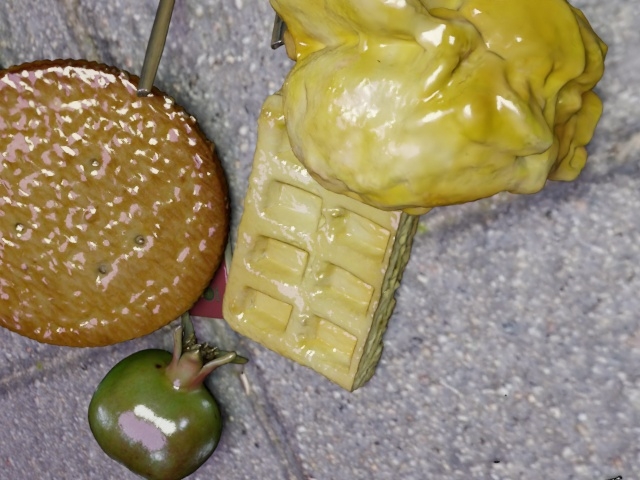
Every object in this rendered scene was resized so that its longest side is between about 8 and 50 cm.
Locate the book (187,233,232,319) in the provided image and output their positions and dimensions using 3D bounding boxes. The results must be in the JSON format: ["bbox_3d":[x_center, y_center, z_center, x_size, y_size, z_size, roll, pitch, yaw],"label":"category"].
[{"bbox_3d":[-0.197,0.005,0.850,0.231,0.022,0.162,2,106,30],"label":"book"}]

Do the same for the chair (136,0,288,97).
[{"bbox_3d":[-0.112,-0.286,0.624,0.188,0.166,0.272,-9,60,33],"label":"chair"}]

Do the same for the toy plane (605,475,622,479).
[{"bbox_3d":[0.224,0.249,0.688,0.120,0.031,0.049,-25,88,32],"label":"toy plane"}]

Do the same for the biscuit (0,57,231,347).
[{"bbox_3d":[-0.239,-0.030,0.748,0.305,0.038,0.305,-2,110,-5],"label":"biscuit"}]

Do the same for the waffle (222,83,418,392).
[{"bbox_3d":[0.000,0.000,0.712,0.168,0.057,0.274,25,118,21],"label":"waffle"}]

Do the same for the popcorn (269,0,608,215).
[{"bbox_3d":[0.078,-0.110,0.536,0.253,0.191,0.190,30,109,8],"label":"popcorn"}]

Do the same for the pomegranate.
[{"bbox_3d":[-0.168,0.170,0.837,0.152,0.131,0.191,31,106,8],"label":"pomegranate"}]
